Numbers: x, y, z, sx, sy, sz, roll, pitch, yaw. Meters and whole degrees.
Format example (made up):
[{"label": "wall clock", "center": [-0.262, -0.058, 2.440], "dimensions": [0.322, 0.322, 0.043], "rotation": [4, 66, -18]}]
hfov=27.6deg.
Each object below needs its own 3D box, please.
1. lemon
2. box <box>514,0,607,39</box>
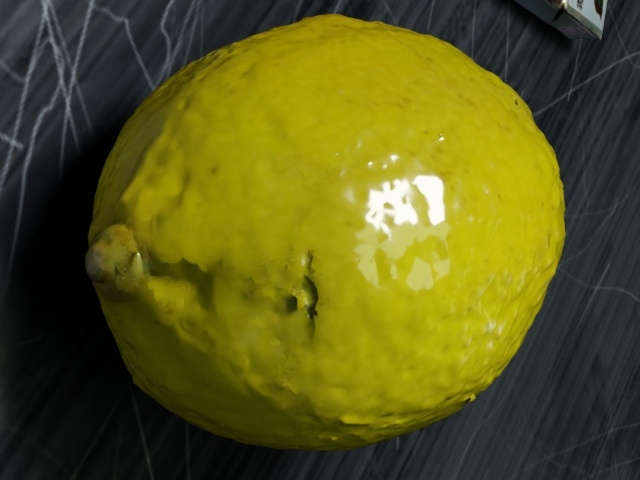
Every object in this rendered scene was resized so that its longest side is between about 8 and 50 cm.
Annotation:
[{"label": "lemon", "center": [0.000, 0.000, 0.783], "dimensions": [0.322, 0.268, 0.268], "rotation": [-16, 106, -32]}, {"label": "box", "center": [0.167, -0.310, 1.123], "dimensions": [0.325, 0.047, 0.180], "rotation": [18, 80, -49]}]
